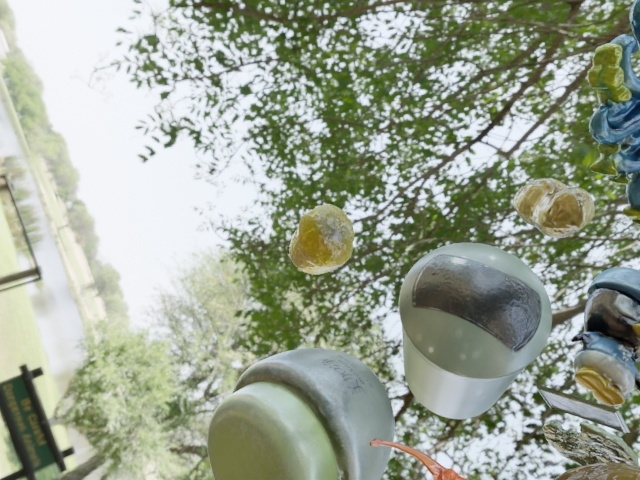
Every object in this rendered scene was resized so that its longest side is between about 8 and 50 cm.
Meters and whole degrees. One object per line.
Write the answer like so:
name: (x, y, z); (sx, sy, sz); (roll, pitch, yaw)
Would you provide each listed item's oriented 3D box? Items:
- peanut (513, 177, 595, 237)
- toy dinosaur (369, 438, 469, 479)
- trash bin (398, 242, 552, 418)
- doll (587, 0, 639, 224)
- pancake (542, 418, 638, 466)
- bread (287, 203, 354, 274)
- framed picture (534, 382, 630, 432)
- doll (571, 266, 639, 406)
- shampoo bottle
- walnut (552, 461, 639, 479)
peanut: (0.617, -0.088, 1.430); (0.305, 0.146, 0.147); (-101, 179, -72)
toy dinosaur: (0.164, 0.329, 0.708); (0.279, 0.101, 0.056); (21, -79, 39)
trash bin: (0.303, 0.202, 1.140); (0.280, 0.280, 0.432); (56, -12, 30)
doll: (0.511, -0.185, 0.766); (0.098, 0.341, 0.346); (24, -55, 59)
pancake: (0.727, 0.559, 1.452); (0.253, 0.037, 0.254); (26, -30, 16)
bread: (0.003, 0.002, 1.633); (0.170, 0.197, 0.197); (-39, -108, 55)
framed picture: (0.599, 0.387, 1.239); (0.183, 0.011, 0.142); (10, -27, 44)
doll: (0.595, 0.169, 1.055); (0.177, 0.314, 0.141); (39, -29, -1)
shampoo bottle: (-0.027, 0.369, 1.028); (0.322, 0.317, 0.323); (7, -78, 37)
walnut: (0.523, 0.550, 0.949); (0.333, 0.332, 0.333); (47, -32, 43)
